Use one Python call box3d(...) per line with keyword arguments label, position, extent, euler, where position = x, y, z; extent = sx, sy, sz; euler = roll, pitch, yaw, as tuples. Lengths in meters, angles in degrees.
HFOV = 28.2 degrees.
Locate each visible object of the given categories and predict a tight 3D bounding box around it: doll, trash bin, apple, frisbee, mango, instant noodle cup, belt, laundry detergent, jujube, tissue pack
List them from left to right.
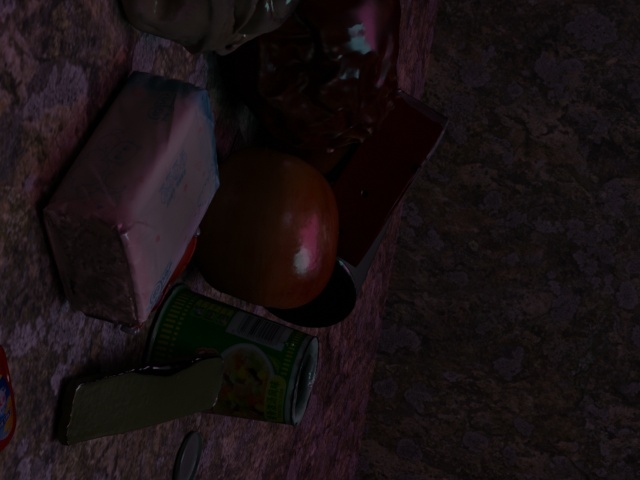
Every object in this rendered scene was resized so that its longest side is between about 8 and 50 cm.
box3d(label="laundry detergent", position=(-0.359, 0.147, 1.363), extent=(0.097, 0.049, 0.165), euler=(-71, 167, -55))
box3d(label="tissue pack", position=(-0.226, -0.054, 1.583), extent=(0.201, 0.124, 0.271), euler=(84, 23, -46))
box3d(label="doll", position=(-0.220, 0.025, 1.782), extent=(0.102, 0.075, 0.227), euler=(-115, -132, -88))
box3d(label="frisbee", position=(-0.232, 0.386, 2.230), extent=(0.110, 0.014, 0.110), euler=(13, 90, -76))
box3d(label="instant noodle cup", position=(-0.129, 0.187, 1.980), extent=(0.207, 0.232, 0.207), euler=(12, 90, -78))
box3d(label="apple", position=(-0.076, -0.021, 2.007), extent=(0.242, 0.242, 0.241), euler=(-4, 106, -77))
box3d(label="mango", position=(-0.015, -0.221, 2.224), extent=(0.136, 0.166, 0.236), euler=(-24, 140, -59))
box3d(label="jujube", position=(-0.007, -0.299, 1.958), extent=(0.377, 0.276, 0.276), euler=(90, 17, -54))
box3d(label="trash bin", position=(0.000, 0.000, 2.391), extent=(0.262, 0.217, 0.277), euler=(-65, 155, -45))
box3d(label="belt", position=(0.104, -0.114, 2.180), extent=(0.324, 0.115, 0.227), euler=(-57, 179, -15))

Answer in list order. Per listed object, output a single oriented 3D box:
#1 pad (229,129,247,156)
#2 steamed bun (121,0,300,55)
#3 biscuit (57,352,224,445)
box3d(label="pad", position=(-0.142, -0.071, 2.192), extent=(0.235, 0.003, 0.158), euler=(71, 34, -67))
box3d(label="steamed bun", position=(-0.109, -0.363, 1.592), extent=(0.280, 0.207, 0.268), euler=(2, 101, -75))
box3d(label="biscuit", position=(-0.241, 0.211, 1.762), extent=(0.322, 0.038, 0.099), euler=(-7, 113, -57))
